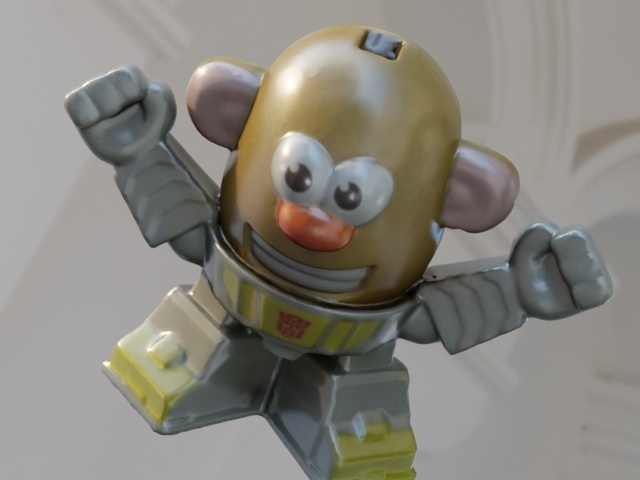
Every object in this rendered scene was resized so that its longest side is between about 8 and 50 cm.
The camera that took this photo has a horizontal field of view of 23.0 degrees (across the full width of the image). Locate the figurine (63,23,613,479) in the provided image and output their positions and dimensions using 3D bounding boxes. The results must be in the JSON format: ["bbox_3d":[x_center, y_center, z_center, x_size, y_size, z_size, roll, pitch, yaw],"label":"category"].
[{"bbox_3d":[-0.001,-0.001,0.995,0.343,0.285,0.167,12,28,-19],"label":"figurine"}]
